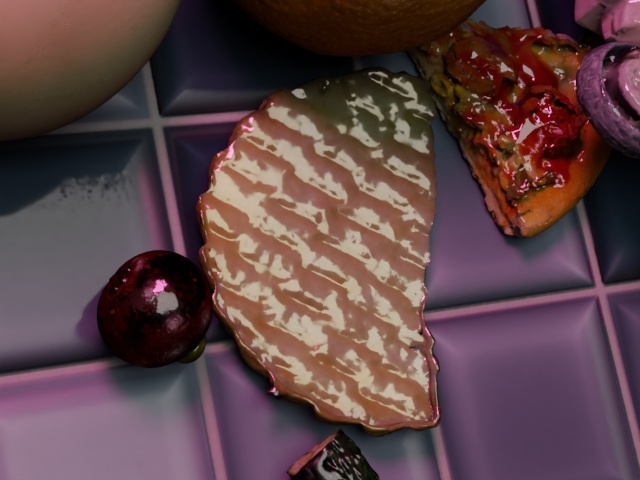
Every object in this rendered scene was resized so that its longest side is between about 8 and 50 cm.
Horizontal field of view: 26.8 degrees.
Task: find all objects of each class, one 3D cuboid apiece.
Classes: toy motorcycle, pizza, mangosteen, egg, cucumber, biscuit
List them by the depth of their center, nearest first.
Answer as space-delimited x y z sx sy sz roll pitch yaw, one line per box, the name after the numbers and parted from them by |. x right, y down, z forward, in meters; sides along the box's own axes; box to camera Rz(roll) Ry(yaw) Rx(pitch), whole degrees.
-0.190 -0.163 0.851 0.242 0.186 0.186 -36 91 -36 | egg
-0.106 0.047 0.886 0.081 0.081 0.081 6 74 -20 | mangosteen
0.041 0.218 0.911 0.058 0.058 0.187 -26 87 -25 | cucumber
0.000 0.000 0.964 0.187 0.036 0.273 9 73 -19 | biscuit
0.147 -0.110 1.041 0.193 0.053 0.201 26 68 -13 | pizza
0.303 -0.178 1.076 0.223 0.108 0.340 24 53 -18 | toy motorcycle

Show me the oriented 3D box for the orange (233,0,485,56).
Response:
0.029 -0.260 0.925 0.264 0.264 0.264 6 74 -20 | orange
